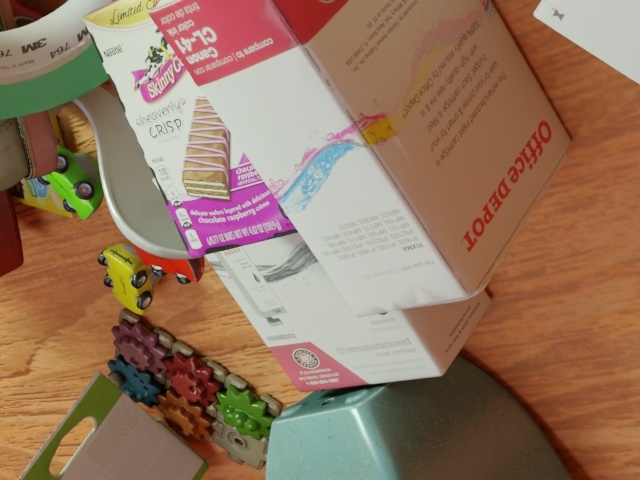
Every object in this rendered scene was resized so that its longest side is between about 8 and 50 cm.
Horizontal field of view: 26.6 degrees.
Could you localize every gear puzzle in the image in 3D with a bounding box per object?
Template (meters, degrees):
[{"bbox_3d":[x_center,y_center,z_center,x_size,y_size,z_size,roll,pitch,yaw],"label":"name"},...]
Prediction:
[{"bbox_3d":[-0.130,0.227,1.703,0.339,0.044,0.175,30,141,11],"label":"gear puzzle"}]

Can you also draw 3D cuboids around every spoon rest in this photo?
[{"bbox_3d":[-0.200,-0.080,1.404,0.276,0.137,0.084,40,136,19],"label":"spoon rest"}]

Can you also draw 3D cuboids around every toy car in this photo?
[{"bbox_3d":[-0.231,-0.029,1.508,0.225,0.053,0.239,48,152,-6],"label":"toy car"}]

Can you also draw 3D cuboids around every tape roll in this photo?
[{"bbox_3d":[-0.291,-0.252,1.170,0.321,0.321,0.077,90,165,-44],"label":"tape roll"}]

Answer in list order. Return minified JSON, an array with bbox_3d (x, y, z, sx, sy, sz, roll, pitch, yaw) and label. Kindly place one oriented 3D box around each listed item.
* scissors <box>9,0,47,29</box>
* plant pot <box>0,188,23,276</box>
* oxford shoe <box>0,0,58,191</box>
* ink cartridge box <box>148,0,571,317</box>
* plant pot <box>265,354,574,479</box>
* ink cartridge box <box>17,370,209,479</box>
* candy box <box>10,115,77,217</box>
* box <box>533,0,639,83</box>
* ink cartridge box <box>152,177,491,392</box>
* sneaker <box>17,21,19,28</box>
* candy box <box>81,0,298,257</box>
[{"bbox_3d":[-0.363,-0.281,1.374,0.109,0.021,0.297,-22,116,17],"label":"scissors"},{"bbox_3d":[-0.518,-0.076,1.546,0.267,0.267,0.235,31,129,24],"label":"plant pot"},{"bbox_3d":[-0.370,-0.194,1.318,0.123,0.130,0.348,22,136,54],"label":"oxford shoe"},{"bbox_3d":[0.043,-0.125,1.071,0.131,0.226,0.306,-12,118,43],"label":"ink cartridge box"},{"bbox_3d":[0.089,0.253,1.412,0.248,0.247,0.252,-19,98,47],"label":"plant pot"},{"bbox_3d":[-0.284,0.285,1.709,0.097,0.188,0.255,20,157,43],"label":"ink cartridge box"},{"bbox_3d":[-0.340,-0.121,1.543,0.105,0.027,0.205,14,136,25],"label":"candy box"},{"bbox_3d":[0.233,-0.207,0.882,0.091,0.170,0.130,34,142,6],"label":"box"},{"bbox_3d":[0.000,0.000,1.316,0.207,0.117,0.283,-13,119,44],"label":"ink cartridge box"},{"bbox_3d":[-0.418,-0.219,1.461,0.192,0.086,0.064,9,133,33],"label":"sneaker"},{"bbox_3d":[-0.086,-0.112,1.146,0.159,0.071,0.233,-14,104,42],"label":"candy box"}]
